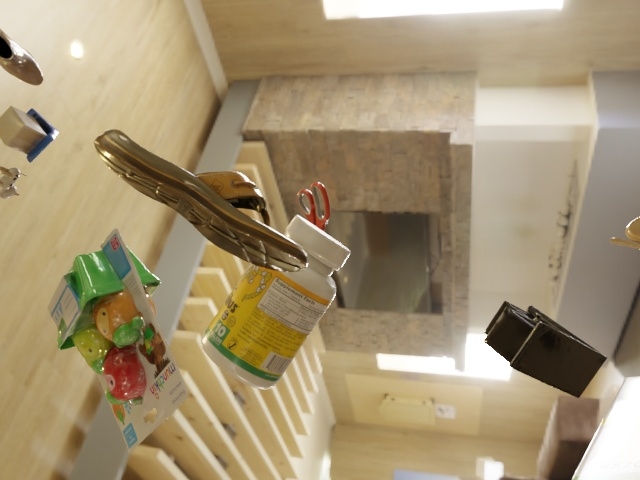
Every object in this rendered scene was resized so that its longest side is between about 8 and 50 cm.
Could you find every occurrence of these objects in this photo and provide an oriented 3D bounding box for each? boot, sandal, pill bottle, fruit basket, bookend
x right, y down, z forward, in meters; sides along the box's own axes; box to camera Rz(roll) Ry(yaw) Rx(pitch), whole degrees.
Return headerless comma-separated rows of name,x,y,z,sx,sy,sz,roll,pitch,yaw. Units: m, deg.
boot,-0.426,-0.255,0.869,0.042,0.087,0.118,-49,-58,-5
sandal,-0.078,-0.033,0.471,0.049,0.180,0.072,-61,16,-19
pill bottle,-0.053,0.077,0.829,0.208,0.118,0.117,-56,-14,3
fruit basket,-0.396,0.205,1.234,0.165,0.327,0.353,-6,-118,-41
bookend,0.291,0.134,0.910,0.072,0.156,0.157,-59,32,8

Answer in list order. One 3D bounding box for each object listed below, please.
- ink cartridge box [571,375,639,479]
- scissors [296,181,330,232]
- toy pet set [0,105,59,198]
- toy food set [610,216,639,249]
ink cartridge box,0.328,0.180,0.478,0.353,0.207,0.119,-15,-91,-55
scissors,0.000,0.000,1.634,0.021,0.109,0.297,-17,-82,-45
toy pet set,-0.389,-0.113,0.789,0.122,0.114,0.065,50,-173,22
toy food set,0.761,-0.019,1.441,0.132,0.192,0.038,25,142,59
